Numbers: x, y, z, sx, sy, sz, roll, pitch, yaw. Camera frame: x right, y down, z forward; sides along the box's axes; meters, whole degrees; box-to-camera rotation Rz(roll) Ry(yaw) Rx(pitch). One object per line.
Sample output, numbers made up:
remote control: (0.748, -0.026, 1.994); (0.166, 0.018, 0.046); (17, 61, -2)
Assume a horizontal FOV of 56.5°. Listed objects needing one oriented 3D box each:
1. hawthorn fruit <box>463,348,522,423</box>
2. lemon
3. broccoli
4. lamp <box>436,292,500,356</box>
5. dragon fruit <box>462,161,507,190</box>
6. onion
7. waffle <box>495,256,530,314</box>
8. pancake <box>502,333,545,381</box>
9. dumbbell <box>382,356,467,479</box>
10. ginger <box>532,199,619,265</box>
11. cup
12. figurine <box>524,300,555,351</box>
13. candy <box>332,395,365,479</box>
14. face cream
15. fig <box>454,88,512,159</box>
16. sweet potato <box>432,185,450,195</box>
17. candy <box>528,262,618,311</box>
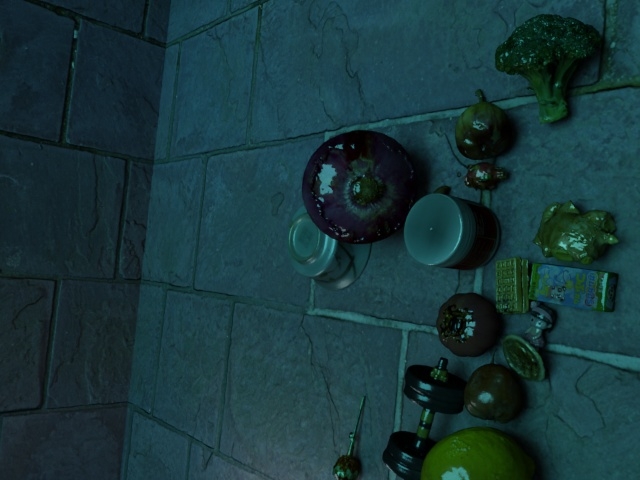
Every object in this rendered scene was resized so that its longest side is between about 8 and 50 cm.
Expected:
hawthorn fruit: (0.438, 0.384, 1.550); (0.149, 0.149, 0.188); (-37, 61, 39)
lemon: (0.380, 0.597, 1.484); (0.311, 0.253, 0.253); (-24, 61, 4)
broccoli: (0.566, -0.430, 1.495); (0.254, 0.269, 0.268); (6, 89, 53)
lamp: (0.396, 0.230, 1.627); (0.182, 0.140, 0.181); (-17, 67, 46)
dragon fruit: (0.459, -0.179, 1.659); (0.116, 0.086, 0.080); (-7, 74, 50)
onion: (0.112, -0.158, 1.861); (0.345, 0.359, 0.357); (155, 116, -68)
waffle: (0.504, 0.120, 1.568); (0.102, 0.043, 0.147); (157, 117, -71)
pancake: (0.518, 0.303, 1.523); (0.139, 0.022, 0.139); (47, 149, 39)
dumbbell: (0.294, 0.511, 1.664); (0.185, 0.185, 0.387); (22, 99, 48)
ginger: (0.621, -0.014, 1.444); (0.216, 0.102, 0.157); (18, 71, 53)
cup: (0.000, 0.000, 2.086); (0.347, 0.163, 0.346); (-8, 79, 47)
figurine: (0.554, 0.222, 1.521); (0.072, 0.054, 0.129); (-142, 60, -61)
candy: (0.105, 0.648, 1.942); (0.078, 0.084, 0.287); (7, 82, 52)
face cream: (0.367, -0.021, 1.660); (0.201, 0.187, 0.200); (-10, 77, 47)
fig: (0.440, -0.340, 1.661); (0.160, 0.143, 0.230); (-48, 51, 55)
sweet potato: (0.340, -0.071, 1.794); (0.058, 0.055, 0.202); (27, 103, 62)
candy: (0.615, 0.112, 1.459); (0.195, 0.062, 0.097); (7, 89, 47)
